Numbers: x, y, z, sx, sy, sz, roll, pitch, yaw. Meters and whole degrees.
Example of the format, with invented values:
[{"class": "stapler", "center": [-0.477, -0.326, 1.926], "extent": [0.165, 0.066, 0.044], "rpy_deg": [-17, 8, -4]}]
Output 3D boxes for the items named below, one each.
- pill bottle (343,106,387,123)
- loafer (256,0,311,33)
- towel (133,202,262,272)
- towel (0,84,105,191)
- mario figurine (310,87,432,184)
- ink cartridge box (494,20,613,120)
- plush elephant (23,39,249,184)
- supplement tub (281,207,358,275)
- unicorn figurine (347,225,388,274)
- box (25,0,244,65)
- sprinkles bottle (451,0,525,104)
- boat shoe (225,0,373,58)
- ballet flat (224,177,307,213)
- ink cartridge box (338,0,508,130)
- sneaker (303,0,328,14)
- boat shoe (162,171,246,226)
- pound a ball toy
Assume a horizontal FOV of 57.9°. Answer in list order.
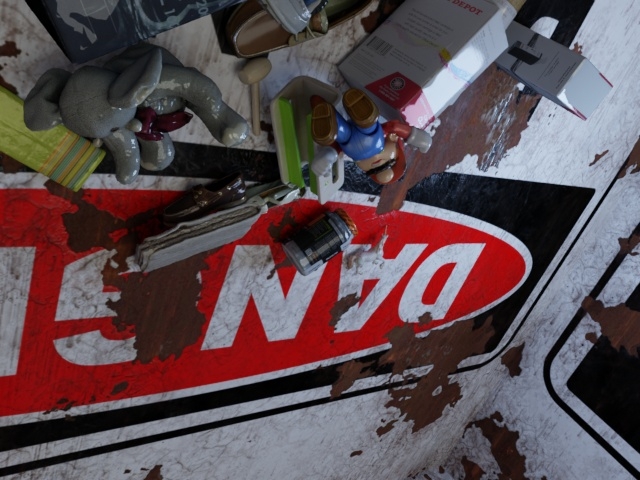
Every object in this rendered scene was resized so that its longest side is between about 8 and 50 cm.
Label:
[{"class": "pill bottle", "center": [0.087, -0.289, 1.408], "extent": [0.160, 0.087, 0.087], "rpy_deg": [1, 123, -38]}, {"class": "loafer", "center": [-0.080, -0.403, 0.716], "extent": [0.111, 0.112, 0.319], "rpy_deg": [-34, 140, 2]}, {"class": "towel", "center": [-0.283, -0.007, 1.322], "extent": [0.282, 0.049, 0.187], "rpy_deg": [-21, 173, -25]}, {"class": "towel", "center": [-0.521, -0.185, 1.068], "extent": [0.102, 0.021, 0.237], "rpy_deg": [-51, 138, 1]}, {"class": "mario figurine", "center": [0.106, -0.184, 1.191], "extent": [0.320, 0.198, 0.170], "rpy_deg": [20, 88, -65]}, {"class": "ink cartridge box", "center": [0.600, -0.454, 1.535], "extent": [0.197, 0.273, 0.114], "rpy_deg": [14, 118, -44]}, {"class": "plush elephant", "center": [-0.326, -0.223, 0.989], "extent": [0.255, 0.272, 0.330], "rpy_deg": [-62, 138, -45]}, {"class": "supplement tub", "center": [0.000, 0.000, 1.564], "extent": [0.190, 0.117, 0.117], "rpy_deg": [-34, 139, -9]}, {"class": "unicorn figurine", "center": [0.157, 0.044, 1.769], "extent": [0.162, 0.060, 0.111], "rpy_deg": [-28, 138, -17]}, {"class": "box", "center": [-0.237, -0.571, 0.758], "extent": [0.472, 0.297, 0.479], "rpy_deg": [-30, 138, -18]}, {"class": "sprinkles bottle", "center": [0.380, -0.512, 1.424], "extent": [0.121, 0.121, 0.355], "rpy_deg": [21, 109, -46]}, {"class": "boat shoe", "center": [-0.032, -0.457, 1.144], "extent": [0.324, 0.120, 0.122], "rpy_deg": [-33, 138, -11]}, {"class": "ballet flat", "center": [-0.130, -0.102, 1.410], "extent": [0.213, 0.068, 0.072], "rpy_deg": [-25, 136, -19]}, {"class": "ink cartridge box", "center": [0.231, -0.415, 1.306], "extent": [0.306, 0.226, 0.131], "rpy_deg": [-43, 144, 0]}, {"class": "sneaker", "center": [-0.010, -0.422, 0.798], "extent": [0.081, 0.080, 0.211], "rpy_deg": [-1, 128, -15]}, {"class": "boat shoe", "center": [-0.264, -0.099, 1.308], "extent": [0.207, 0.073, 0.073], "rpy_deg": [-27, 136, -28]}, {"class": "pound a ball toy", "center": [-0.046, -0.258, 1.294], "extent": [0.135, 0.208, 0.319], "rpy_deg": [-49, 156, -26]}]
